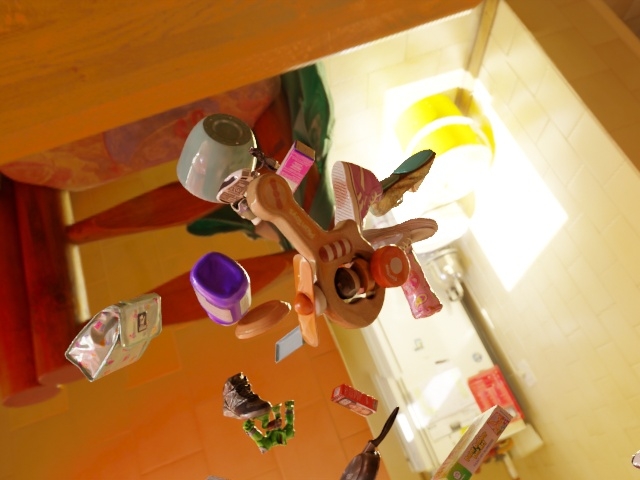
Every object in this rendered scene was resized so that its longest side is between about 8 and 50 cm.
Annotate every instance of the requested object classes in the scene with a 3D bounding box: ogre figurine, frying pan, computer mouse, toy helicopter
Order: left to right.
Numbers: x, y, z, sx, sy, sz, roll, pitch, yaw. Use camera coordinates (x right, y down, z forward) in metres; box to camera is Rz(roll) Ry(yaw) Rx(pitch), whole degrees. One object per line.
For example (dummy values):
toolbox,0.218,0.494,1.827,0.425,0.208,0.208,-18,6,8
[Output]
computer mouse,-0.200,-0.165,1.305,0.193,0.042,0.106,-35,149,25
ogre figurine,-0.152,0.600,1.621,0.096,0.118,0.197,-22,171,26
toy helicopter,-0.012,0.030,0.929,0.140,0.355,0.235,-14,-146,53
frying pan,0.132,0.605,1.383,0.326,0.053,0.197,-57,-178,-7

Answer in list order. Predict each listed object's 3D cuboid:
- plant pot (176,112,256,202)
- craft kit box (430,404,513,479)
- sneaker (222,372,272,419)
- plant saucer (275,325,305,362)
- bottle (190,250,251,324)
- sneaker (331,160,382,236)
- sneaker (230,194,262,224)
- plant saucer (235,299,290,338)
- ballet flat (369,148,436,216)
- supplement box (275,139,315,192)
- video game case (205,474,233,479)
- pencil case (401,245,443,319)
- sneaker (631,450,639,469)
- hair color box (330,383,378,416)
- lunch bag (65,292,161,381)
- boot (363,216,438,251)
plant pot,-0.372,-0.326,1.884,0.293,0.293,0.235,-7,145,-30
craft kit box,0.418,0.592,1.421,0.247,0.061,0.250,-47,161,-21
sneaker,-0.240,0.491,1.594,0.087,0.130,0.227,-5,175,-40
plant saucer,-0.091,0.313,1.528,0.018,0.067,0.192,15,145,-25
bottle,-0.207,0.120,1.090,0.092,0.118,0.283,-51,170,-22
sneaker,0.128,-0.102,1.502,0.161,0.282,0.102,9,157,-30
sneaker,-0.220,-0.105,1.446,0.064,0.192,0.086,-49,117,-4
plant saucer,-0.194,0.250,1.656,0.200,0.037,0.200,-25,-167,6
ballet flat,0.279,-0.192,1.726,0.348,0.123,0.123,-37,164,-29
supplement box,-0.127,-0.339,2.375,0.114,0.111,0.220,29,119,-16
video game case,-0.296,0.652,1.214,0.190,0.022,0.173,-39,-172,-38
pencil case,0.333,0.142,1.818,0.124,0.284,0.124,-21,163,-7
sneaker,0.499,0.321,0.749,0.037,0.032,0.083,16,142,-36
hair color box,0.113,0.529,1.670,0.141,0.043,0.072,29,138,-14
lunch bag,-0.636,0.289,1.616,0.262,0.160,0.223,-53,169,13
boot,0.230,0.017,1.479,0.258,0.123,0.095,-13,136,4
